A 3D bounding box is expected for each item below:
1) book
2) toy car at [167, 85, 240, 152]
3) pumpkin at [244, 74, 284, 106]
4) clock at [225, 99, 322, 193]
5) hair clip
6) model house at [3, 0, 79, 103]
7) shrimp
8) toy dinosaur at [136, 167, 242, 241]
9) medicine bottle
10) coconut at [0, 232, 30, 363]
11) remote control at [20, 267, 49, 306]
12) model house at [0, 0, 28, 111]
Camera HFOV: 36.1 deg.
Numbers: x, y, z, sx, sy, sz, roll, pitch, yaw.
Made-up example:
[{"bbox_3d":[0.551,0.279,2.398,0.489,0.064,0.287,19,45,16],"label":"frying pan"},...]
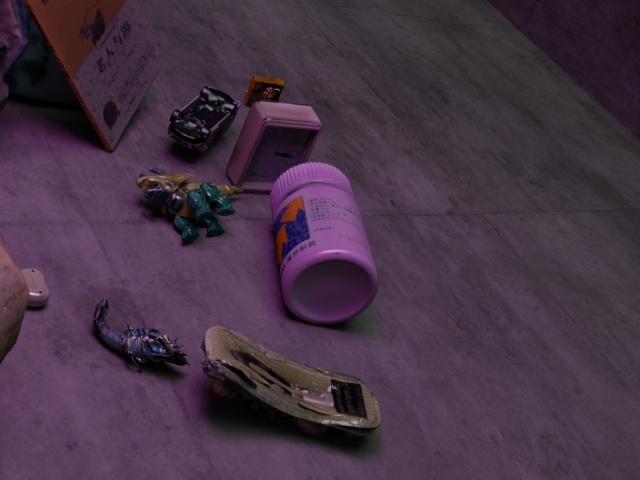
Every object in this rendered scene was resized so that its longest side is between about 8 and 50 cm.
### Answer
[{"bbox_3d":[-0.426,-0.399,1.892,0.032,0.389,0.269,6,54,22],"label":"book"},{"bbox_3d":[-0.255,-0.240,2.076,0.089,0.108,0.210,31,37,3],"label":"toy car"},{"bbox_3d":[-0.132,-0.349,2.334,0.083,0.074,0.054,4,35,-27],"label":"pumpkin"},{"bbox_3d":[-0.095,-0.190,2.031,0.146,0.192,0.071,1,41,-34],"label":"clock"},{"bbox_3d":[-0.058,0.242,1.563,0.321,0.091,0.138,26,23,-23],"label":"hair clip"},{"bbox_3d":[-0.603,-0.468,2.048,0.294,0.252,0.329,-2,34,-32],"label":"model house"},{"bbox_3d":[-0.288,0.161,1.551,0.174,0.076,0.082,27,-8,9],"label":"shrimp"},{"bbox_3d":[-0.226,-0.075,1.887,0.259,0.094,0.153,0,45,-48],"label":"toy dinosaur"},{"bbox_3d":[0.000,0.000,1.848,0.178,0.178,0.291,13,36,-20],"label":"medicine bottle"},{"bbox_3d":[-0.569,0.058,1.228,0.415,0.344,0.416,12,63,-24],"label":"coconut"},{"bbox_3d":[-0.490,0.076,1.538,0.122,0.032,0.074,0,42,-34],"label":"remote control"},{"bbox_3d":[-0.630,-0.382,1.687,0.243,0.284,0.299,-17,56,-7],"label":"model house"}]
